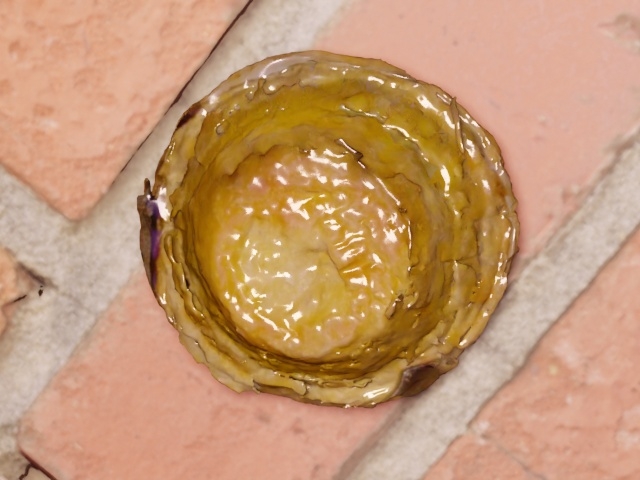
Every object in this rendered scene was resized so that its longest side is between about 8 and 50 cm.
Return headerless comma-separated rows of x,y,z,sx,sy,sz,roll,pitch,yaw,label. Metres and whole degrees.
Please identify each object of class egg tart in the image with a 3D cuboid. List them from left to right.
0.000,0.000,1.196,0.295,0.116,0.294,2,103,10,egg tart
